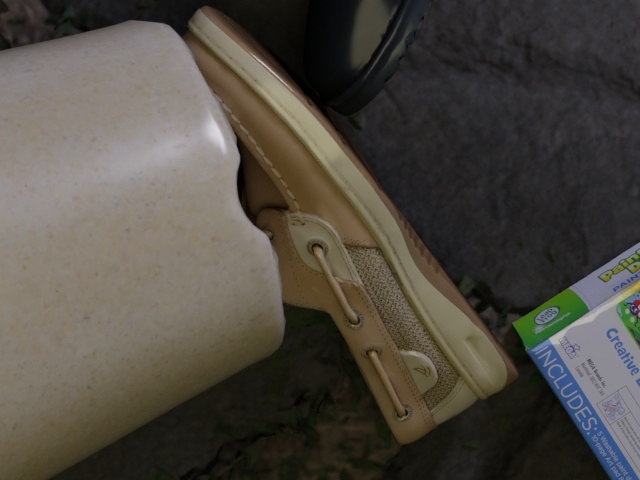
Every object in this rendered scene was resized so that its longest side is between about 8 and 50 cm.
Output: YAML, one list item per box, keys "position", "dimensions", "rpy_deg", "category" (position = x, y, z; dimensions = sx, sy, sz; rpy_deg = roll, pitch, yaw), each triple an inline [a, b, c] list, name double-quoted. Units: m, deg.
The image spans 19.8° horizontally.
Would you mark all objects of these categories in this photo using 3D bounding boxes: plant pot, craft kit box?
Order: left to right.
- position: [-0.199, 0.018, 1.094]
  dimensions: [0.305, 0.334, 0.334]
  rpy_deg: [-21, 112, -12]
  category: "plant pot"
- position: [0.305, 0.095, 1.319]
  dimensions: [0.246, 0.061, 0.250]
  rpy_deg: [-31, 111, 6]
  category: "craft kit box"

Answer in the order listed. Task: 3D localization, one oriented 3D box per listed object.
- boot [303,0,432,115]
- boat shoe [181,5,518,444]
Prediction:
- position: [-0.013, -0.226, 1.123]
  dimensions: [0.207, 0.094, 0.246]
  rpy_deg: [24, 93, -19]
  category: "boot"
- position: [0.000, 0.000, 1.201]
  dimensions: [0.110, 0.121, 0.341]
  rpy_deg: [-36, 112, 4]
  category: "boat shoe"
